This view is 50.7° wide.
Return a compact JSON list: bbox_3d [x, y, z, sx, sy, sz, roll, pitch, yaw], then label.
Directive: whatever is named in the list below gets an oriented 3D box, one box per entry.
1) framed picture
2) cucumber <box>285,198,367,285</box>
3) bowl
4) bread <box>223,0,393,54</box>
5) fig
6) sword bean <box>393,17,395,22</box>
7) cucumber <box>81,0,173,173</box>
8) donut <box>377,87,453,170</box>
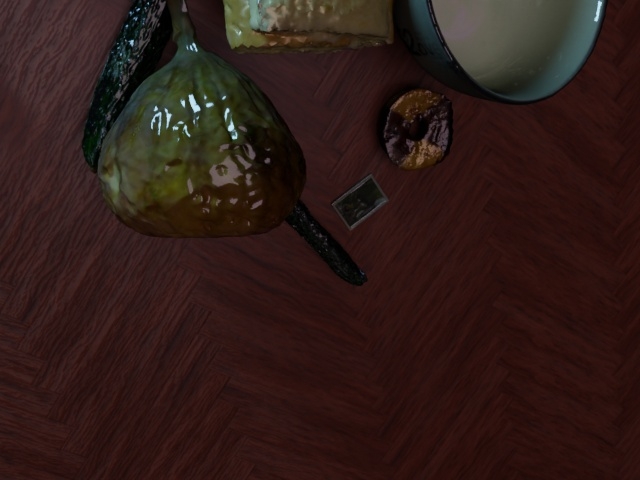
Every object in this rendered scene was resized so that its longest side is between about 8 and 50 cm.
[{"bbox_3d":[0.070,-0.066,1.180,0.089,0.006,0.066,-37,117,-2],"label":"framed picture"},{"bbox_3d":[0.001,0.000,1.164,0.044,0.043,0.256,-40,118,6],"label":"cucumber"},{"bbox_3d":[0.232,-0.375,0.988,0.354,0.185,0.353,-6,102,-30],"label":"bowl"},{"bbox_3d":[-0.023,-0.428,0.859,0.237,0.165,0.375,-10,94,-34],"label":"bread"},{"bbox_3d":[-0.160,-0.180,0.912,0.286,0.286,0.368,-7,107,-15],"label":"fig"},{"bbox_3d":[0.128,-0.365,1.065,0.043,0.038,0.269,-32,120,25],"label":"sword bean"},{"bbox_3d":[-0.279,-0.233,0.966,0.068,0.067,0.293,23,103,-25],"label":"cucumber"},{"bbox_3d":[0.158,-0.188,1.131,0.140,0.059,0.140,-7,113,-16],"label":"donut"}]
